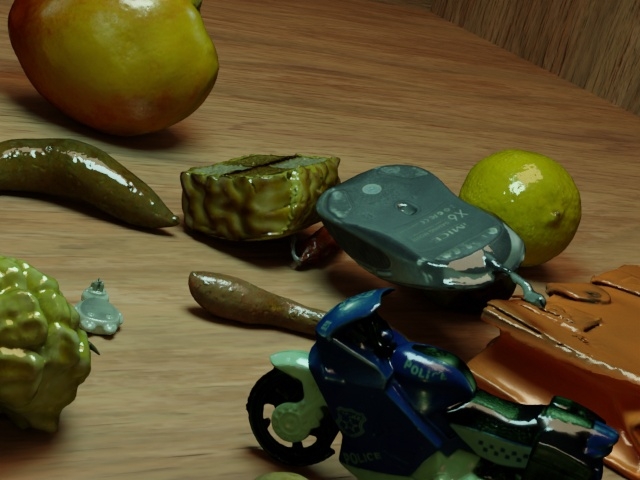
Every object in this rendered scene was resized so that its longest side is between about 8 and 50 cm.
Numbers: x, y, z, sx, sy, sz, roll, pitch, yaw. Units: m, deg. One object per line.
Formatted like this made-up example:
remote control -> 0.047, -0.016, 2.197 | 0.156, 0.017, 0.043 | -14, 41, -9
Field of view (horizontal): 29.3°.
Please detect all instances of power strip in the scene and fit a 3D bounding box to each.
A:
power strip -> -0.236, 0.070, 1.300 | 0.055, 0.035, 0.083 | 10, 23, -18

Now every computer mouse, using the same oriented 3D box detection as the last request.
computer mouse -> 0.138, 0.014, 1.489 | 0.167, 0.090, 0.379 | -26, 37, -26

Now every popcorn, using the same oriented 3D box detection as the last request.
popcorn -> -0.271, 0.089, 1.061 | 0.173, 0.173, 0.142 | 21, 42, 11

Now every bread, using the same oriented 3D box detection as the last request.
bread -> -0.072, -0.063, 1.647 | 0.181, 0.096, 0.222 | 4, 13, 27

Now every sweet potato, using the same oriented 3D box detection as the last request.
sweet potato -> -0.350, -0.085, 1.564 | 0.346, 0.079, 0.108 | 8, 34, -14
sweet potato -> -0.051, 0.080, 1.404 | 0.214, 0.050, 0.050 | 16, 19, -11

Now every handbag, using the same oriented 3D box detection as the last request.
handbag -> 0.397, 0.142, 1.489 | 0.303, 0.116, 0.410 | 29, 23, 33

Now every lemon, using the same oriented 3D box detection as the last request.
lemon -> 0.296, -0.050, 1.837 | 0.178, 0.178, 0.203 | 7, 10, -25

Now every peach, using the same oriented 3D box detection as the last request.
peach -> -0.318, -0.297, 1.886 | 0.308, 0.289, 0.289 | -13, 22, 0

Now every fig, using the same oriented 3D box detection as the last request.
fig -> 0.184, 0.022, 1.630 | 0.166, 0.144, 0.154 | 19, 55, 31

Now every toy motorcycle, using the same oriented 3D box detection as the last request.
toy motorcycle -> 0.097, 0.158, 1.091 | 0.331, 0.196, 0.125 | 20, 20, 13

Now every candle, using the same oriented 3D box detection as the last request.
candle -> 0.000, 0.000, 1.653 | 0.053, 0.048, 0.162 | -8, 12, 23

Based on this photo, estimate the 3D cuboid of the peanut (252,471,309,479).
peanut -> 0.005, 0.251, 0.922 | 0.229, 0.098, 0.103 | 33, -16, 37
